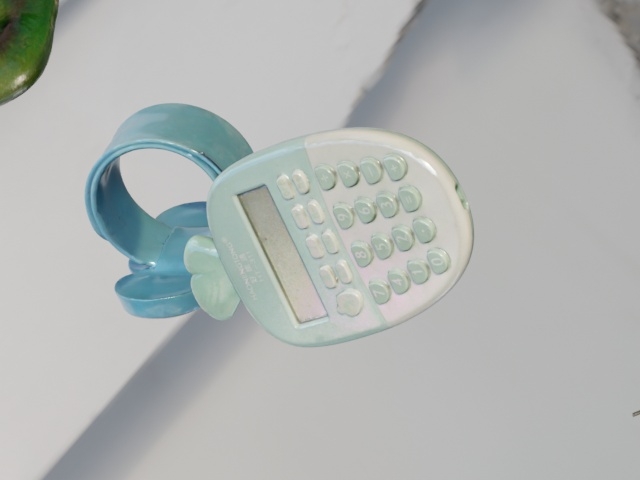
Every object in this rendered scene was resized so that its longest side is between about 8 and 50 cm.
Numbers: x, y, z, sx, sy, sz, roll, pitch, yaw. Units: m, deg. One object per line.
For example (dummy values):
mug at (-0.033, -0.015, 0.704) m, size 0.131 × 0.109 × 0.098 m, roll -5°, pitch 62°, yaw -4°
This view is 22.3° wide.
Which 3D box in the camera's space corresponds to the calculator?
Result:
calculator at (0.000, 0.000, 1.387) m, size 0.295 × 0.042 × 0.184 m, roll -17°, pitch 103°, yaw 36°

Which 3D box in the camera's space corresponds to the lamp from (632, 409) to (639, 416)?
lamp at (0.304, 0.197, 1.384) m, size 0.054 × 0.041 × 0.121 m, roll -30°, pitch 65°, yaw 42°

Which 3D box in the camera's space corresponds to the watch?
watch at (-0.141, -0.041, 1.697) m, size 0.211 × 0.211 × 0.193 m, roll 18°, pitch 130°, yaw 41°

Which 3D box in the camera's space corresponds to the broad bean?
broad bean at (-0.264, -0.182, 1.169) m, size 0.049 × 0.144 × 0.292 m, roll 95°, pitch 161°, yaw -47°
